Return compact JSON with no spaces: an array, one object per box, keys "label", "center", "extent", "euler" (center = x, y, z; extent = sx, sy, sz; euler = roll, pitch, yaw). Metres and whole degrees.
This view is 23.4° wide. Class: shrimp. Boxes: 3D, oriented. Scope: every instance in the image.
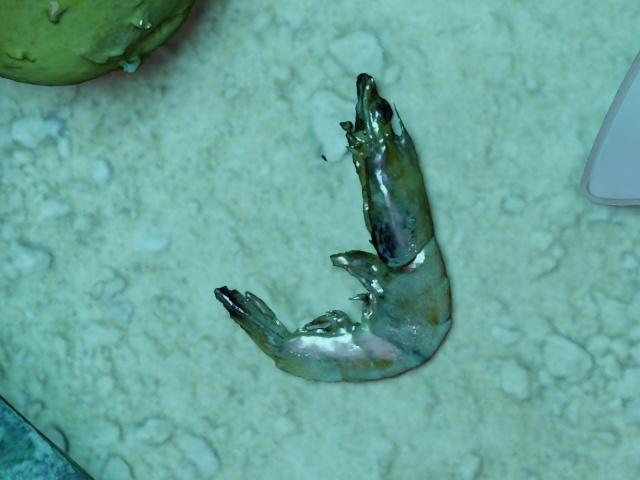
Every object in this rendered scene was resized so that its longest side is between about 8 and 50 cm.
[{"label":"shrimp","center":[0.000,-0.001,0.977],"extent":[0.148,0.035,0.195],"euler":[-10,100,11]}]

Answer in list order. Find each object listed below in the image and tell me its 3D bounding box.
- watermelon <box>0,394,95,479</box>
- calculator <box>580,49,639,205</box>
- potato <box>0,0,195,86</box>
[{"label":"watermelon","center":[-0.300,0.136,0.967],"extent":[0.228,0.258,0.387],"euler":[-50,134,-2]},{"label":"calculator","center":[0.308,-0.102,0.865],"extent":[0.220,0.048,0.330],"euler":[36,125,1]},{"label":"potato","center":[-0.172,-0.267,0.857],"extent":[0.269,0.219,0.359],"euler":[6,106,8]}]
